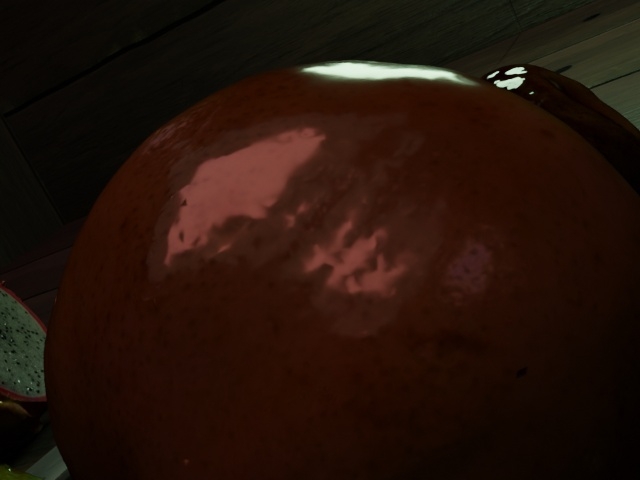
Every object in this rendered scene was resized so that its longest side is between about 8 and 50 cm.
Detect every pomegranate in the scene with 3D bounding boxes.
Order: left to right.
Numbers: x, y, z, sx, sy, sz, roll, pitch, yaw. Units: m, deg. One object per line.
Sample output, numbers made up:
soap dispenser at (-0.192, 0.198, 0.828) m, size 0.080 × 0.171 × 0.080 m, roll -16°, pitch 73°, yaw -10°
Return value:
pomegranate at (0.022, 0.103, 0.580) m, size 0.416 × 0.417 × 0.417 m, roll -26°, pitch 14°, yaw 7°

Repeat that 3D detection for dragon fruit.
dragon fruit at (-0.557, 0.209, 1.438) m, size 0.225 × 0.305 × 0.305 m, roll -41°, pitch 12°, yaw 12°

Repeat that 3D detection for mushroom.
mushroom at (0.297, -0.116, 1.225) m, size 0.267 × 0.267 × 0.254 m, roll -38°, pitch -16°, yaw -36°

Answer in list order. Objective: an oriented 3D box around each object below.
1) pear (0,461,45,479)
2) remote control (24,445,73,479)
pear at (-0.303, 0.267, 0.816) m, size 0.239 × 0.288 × 0.139 m, roll 131°, pitch 163°, yaw -74°
remote control at (-0.327, 0.295, 1.160) m, size 0.104 × 0.052 × 0.247 m, roll -13°, pitch 20°, yaw 47°
